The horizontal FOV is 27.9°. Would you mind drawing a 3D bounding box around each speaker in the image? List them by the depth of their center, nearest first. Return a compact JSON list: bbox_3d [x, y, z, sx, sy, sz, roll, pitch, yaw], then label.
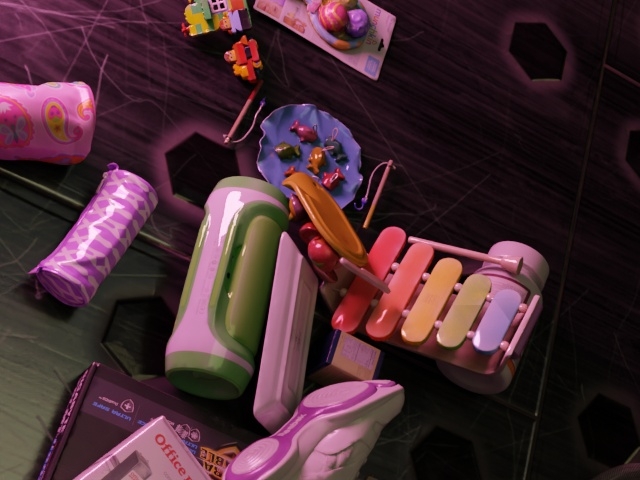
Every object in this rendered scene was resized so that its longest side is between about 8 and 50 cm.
[{"bbox_3d":[-0.127,0.064,1.788,0.131,0.131,0.296,23,62,-19],"label":"speaker"}]

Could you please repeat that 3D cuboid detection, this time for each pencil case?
[{"bbox_3d":[-0.445,-0.164,1.710,0.284,0.124,0.124,1,71,-27],"label":"pencil case"},{"bbox_3d":[-0.301,-0.008,1.744,0.088,0.086,0.206,47,54,-28],"label":"pencil case"}]

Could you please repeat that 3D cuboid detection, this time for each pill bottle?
[{"bbox_3d":[0.269,0.116,1.982,0.121,0.121,0.221,36,58,-12],"label":"pill bottle"}]

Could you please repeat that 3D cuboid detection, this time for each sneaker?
[{"bbox_3d":[0.003,0.294,1.721,0.305,0.114,0.152,-32,110,-33],"label":"sneaker"}]

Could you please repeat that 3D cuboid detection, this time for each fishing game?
[{"bbox_3d":[-0.013,-0.129,1.975,0.264,0.041,0.189,34,58,-11],"label":"fishing game"}]

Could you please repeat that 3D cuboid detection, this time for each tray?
[{"bbox_3d":[-0.042,0.137,1.801,0.030,0.145,0.270,1,66,17],"label":"tray"}]

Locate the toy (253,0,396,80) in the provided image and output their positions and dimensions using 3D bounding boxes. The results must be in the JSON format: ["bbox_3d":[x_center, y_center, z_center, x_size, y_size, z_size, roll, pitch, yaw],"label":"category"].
[{"bbox_3d":[0.020,-0.375,2.078,0.237,0.056,0.137,27,62,-17],"label":"toy"}]

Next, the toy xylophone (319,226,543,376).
[{"bbox_3d":[0.169,0.077,1.898,0.323,0.081,0.236,11,54,17],"label":"toy xylophone"}]

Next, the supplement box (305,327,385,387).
[{"bbox_3d":[0.033,0.178,1.854,0.083,0.083,0.056,28,61,-16],"label":"supplement box"}]

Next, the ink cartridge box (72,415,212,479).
[{"bbox_3d":[-0.236,0.340,1.560,0.218,0.092,0.158,-37,90,-35],"label":"ink cartridge box"}]

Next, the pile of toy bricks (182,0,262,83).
[{"bbox_3d":[-0.160,-0.339,1.951,0.105,0.118,0.212,-14,87,1],"label":"pile of toy bricks"}]

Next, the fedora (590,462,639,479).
[{"bbox_3d":[0.439,0.473,1.933,0.243,0.124,0.275,46,65,-3],"label":"fedora"}]

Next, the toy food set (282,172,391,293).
[{"bbox_3d":[0.000,0.000,1.864,0.128,0.071,0.218,28,27,-51],"label":"toy food set"}]

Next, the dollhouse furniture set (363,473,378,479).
[{"bbox_3d":[0.085,0.430,1.756,0.184,0.129,0.129,36,58,-11],"label":"dollhouse furniture set"}]

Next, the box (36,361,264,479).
[{"bbox_3d":[-0.222,0.349,1.661,0.296,0.073,0.293,28,59,-16],"label":"box"}]
